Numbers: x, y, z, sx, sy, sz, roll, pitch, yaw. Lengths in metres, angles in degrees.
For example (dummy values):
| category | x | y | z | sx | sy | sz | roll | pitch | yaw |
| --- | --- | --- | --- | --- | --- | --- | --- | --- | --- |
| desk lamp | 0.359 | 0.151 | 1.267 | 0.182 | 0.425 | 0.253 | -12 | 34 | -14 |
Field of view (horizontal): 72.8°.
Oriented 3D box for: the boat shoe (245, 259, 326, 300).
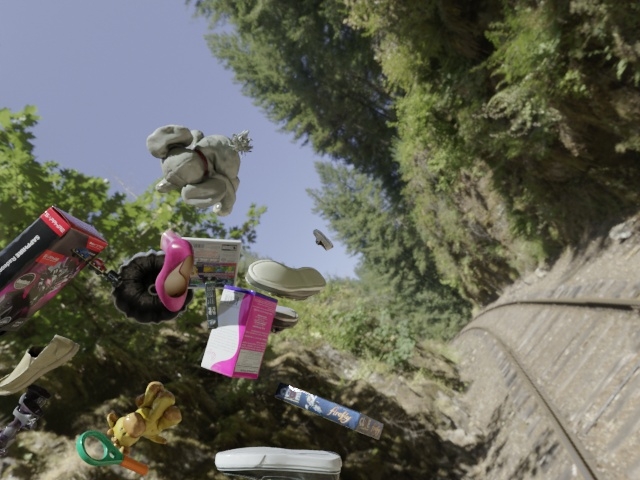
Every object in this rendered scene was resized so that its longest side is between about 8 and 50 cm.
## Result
| category | x | y | z | sx | sy | sz | roll | pitch | yaw |
| --- | --- | --- | --- | --- | --- | --- | --- | --- | --- |
| boat shoe | -0.107 | 0.129 | 1.284 | 0.091 | 0.109 | 0.305 | -45 | -33 | 24 |

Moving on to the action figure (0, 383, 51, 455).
| category | x | y | z | sx | sy | sz | roll | pitch | yaw |
| --- | --- | --- | --- | --- | --- | --- | --- | --- | --- |
| action figure | -0.990 | 0.609 | 1.401 | 0.285 | 0.099 | 0.185 | -49 | 12 | 11 |

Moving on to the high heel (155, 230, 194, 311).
| category | x | y | z | sx | sy | sz | roll | pitch | yaw |
| --- | --- | --- | --- | --- | --- | --- | --- | --- | --- |
| high heel | -0.350 | 0.100 | 1.085 | 0.082 | 0.117 | 0.243 | -12 | -55 | -41 |

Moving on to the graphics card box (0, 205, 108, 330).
| category | x | y | z | sx | sy | sz | roll | pitch | yaw |
| --- | --- | --- | --- | --- | --- | --- | --- | --- | --- |
| graphics card box | -0.809 | 0.089 | 1.220 | 0.371 | 0.094 | 0.233 | -46 | -6 | -11 |

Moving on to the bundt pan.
| category | x | y | z | sx | sy | sz | roll | pitch | yaw |
| --- | --- | --- | --- | --- | --- | --- | --- | --- | --- |
| bundt pan | -0.703 | 0.184 | 1.834 | 0.331 | 0.124 | 0.330 | -8 | -68 | -20 |

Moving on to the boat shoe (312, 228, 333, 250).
| category | x | y | z | sx | sy | sz | roll | pitch | yaw |
| --- | --- | --- | --- | --- | --- | --- | --- | --- | --- |
| boat shoe | 0.000 | 0.000 | 1.410 | 0.035 | 0.100 | 0.035 | -32 | -36 | -19 |

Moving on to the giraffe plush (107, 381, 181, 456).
| category | x | y | z | sx | sy | sz | roll | pitch | yaw |
| --- | --- | --- | --- | --- | --- | --- | --- | --- | --- |
| giraffe plush | -0.582 | 0.583 | 1.391 | 0.171 | 0.181 | 0.210 | 1 | -62 | -60 |

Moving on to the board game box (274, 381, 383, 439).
| category | x | y | z | sx | sy | sz | roll | pitch | yaw |
| --- | --- | --- | --- | --- | --- | --- | --- | --- | --- |
| board game box | 0.022 | 0.440 | 1.123 | 0.165 | 0.244 | 0.042 | 48 | -122 | -50 |

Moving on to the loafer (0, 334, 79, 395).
| category | x | y | z | sx | sy | sz | roll | pitch | yaw |
| --- | --- | --- | --- | --- | --- | --- | --- | --- | --- |
| loafer | -0.901 | 0.383 | 1.367 | 0.269 | 0.092 | 0.102 | -32 | 18 | -7 |

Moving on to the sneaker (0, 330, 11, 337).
| category | x | y | z | sx | sy | sz | roll | pitch | yaw |
| --- | --- | --- | --- | --- | --- | --- | --- | --- | --- |
| sneaker | -1.144 | 0.201 | 1.418 | 0.448 | 0.257 | 0.169 | -14 | -42 | 6 |

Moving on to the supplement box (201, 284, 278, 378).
| category | x | y | z | sx | sy | sz | roll | pitch | yaw |
| --- | --- | --- | --- | --- | --- | --- | --- | --- | --- |
| supplement box | -0.213 | 0.244 | 1.156 | 0.114 | 0.111 | 0.219 | 34 | -113 | -54 |

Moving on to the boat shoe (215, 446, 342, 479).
| category | x | y | z | sx | sy | sz | roll | pitch | yaw |
| --- | --- | --- | --- | --- | --- | --- | --- | --- | --- |
| boat shoe | -0.109 | 0.614 | 1.132 | 0.121 | 0.336 | 0.119 | 112 | 163 | -72 |

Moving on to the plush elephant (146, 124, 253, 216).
| category | x | y | z | sx | sy | sz | roll | pitch | yaw |
| --- | --- | --- | --- | --- | --- | --- | --- | --- | --- |
| plush elephant | -0.373 | -0.209 | 1.290 | 0.256 | 0.271 | 0.330 | -25 | -4 | -41 |

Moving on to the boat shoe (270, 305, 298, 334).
| category | x | y | z | sx | sy | sz | roll | pitch | yaw |
| --- | --- | --- | --- | --- | --- | --- | --- | --- | --- |
| boat shoe | -0.164 | 0.248 | 1.352 | 0.112 | 0.335 | 0.095 | 7 | -91 | -30 |

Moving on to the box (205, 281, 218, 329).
| category | x | y | z | sx | sy | sz | roll | pitch | yaw |
| --- | --- | --- | --- | --- | --- | --- | --- | --- | --- |
| box | -0.205 | 0.124 | 0.816 | 0.018 | 0.083 | 0.067 | -4 | -12 | -16 |

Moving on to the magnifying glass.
| category | x | y | z | sx | sy | sz | roll | pitch | yaw |
| --- | --- | --- | --- | --- | --- | --- | --- | --- | --- |
| magnifying glass | -0.576 | 0.603 | 1.211 | 0.026 | 0.092 | 0.231 | -37 | -57 | 4 |

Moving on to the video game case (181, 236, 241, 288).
| category | x | y | z | sx | sy | sz | roll | pitch | yaw |
| --- | --- | --- | --- | --- | --- | --- | --- | --- | --- |
| video game case | -0.385 | 0.082 | 1.501 | 0.202 | 0.023 | 0.183 | 3 | -71 | -24 |

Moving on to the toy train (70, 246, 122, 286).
| category | x | y | z | sx | sy | sz | roll | pitch | yaw |
| --- | --- | --- | --- | --- | --- | --- | --- | --- | --- |
| toy train | -0.601 | 0.067 | 1.167 | 0.036 | 0.158 | 0.027 | -51 | 5 | 10 |
